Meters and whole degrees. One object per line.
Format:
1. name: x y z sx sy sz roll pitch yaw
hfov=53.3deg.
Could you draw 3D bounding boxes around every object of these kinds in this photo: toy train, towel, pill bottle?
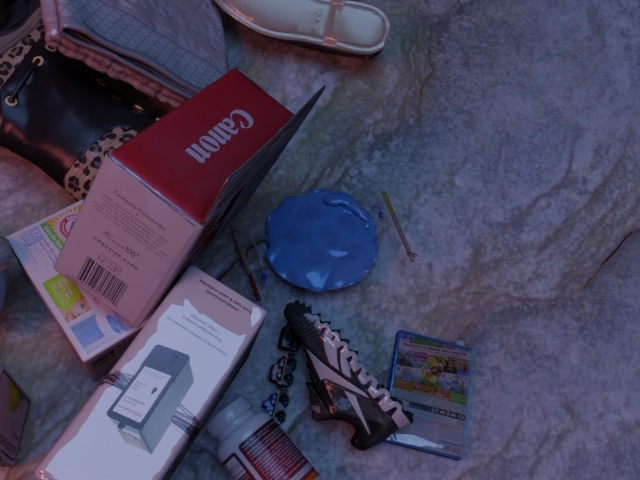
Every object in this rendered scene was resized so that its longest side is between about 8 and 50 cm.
1. toy train: -0.054 0.186 0.897 0.036 0.027 0.158 13 62 -2
2. towel: -0.270 -0.351 0.983 0.332 0.053 0.316 20 45 -48
3. pill bottle: -0.075 0.277 0.814 0.086 0.086 0.152 -36 77 -25

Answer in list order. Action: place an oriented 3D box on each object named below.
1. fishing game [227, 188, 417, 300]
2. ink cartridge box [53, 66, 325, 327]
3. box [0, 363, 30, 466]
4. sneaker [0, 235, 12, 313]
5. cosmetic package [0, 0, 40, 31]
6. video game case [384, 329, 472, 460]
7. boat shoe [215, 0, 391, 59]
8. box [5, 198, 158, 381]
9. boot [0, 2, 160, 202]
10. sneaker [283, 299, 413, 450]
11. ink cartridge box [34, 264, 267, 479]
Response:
1. fishing game: 0.000 0.000 0.996 0.264 0.041 0.189 -17 61 -14
2. ink cartridge box: -0.153 -0.089 0.808 0.130 0.272 0.309 37 36 -4
3. box: -0.501 0.188 0.720 0.290 0.169 0.087 8 61 -7
4. sneaker: -0.571 0.049 0.796 0.366 0.135 0.149 9 99 11
5. cosmetic package: -0.527 -0.411 0.914 0.098 0.284 0.377 28 55 1
6. video game case: 0.157 0.223 0.933 0.119 0.015 0.166 15 62 -4
7. boat shoe: -0.036 -0.404 1.153 0.325 0.097 0.116 14 93 -4
8. box: -0.312 0.065 0.856 0.114 0.103 0.203 -33 75 -24
9. boot: -0.339 -0.231 0.979 0.284 0.138 0.377 38 53 1
10. sneaker: 0.014 0.190 0.871 0.106 0.078 0.234 -41 85 -9
11. ink cartridge box: -0.191 0.194 0.766 0.115 0.198 0.272 32 62 2
